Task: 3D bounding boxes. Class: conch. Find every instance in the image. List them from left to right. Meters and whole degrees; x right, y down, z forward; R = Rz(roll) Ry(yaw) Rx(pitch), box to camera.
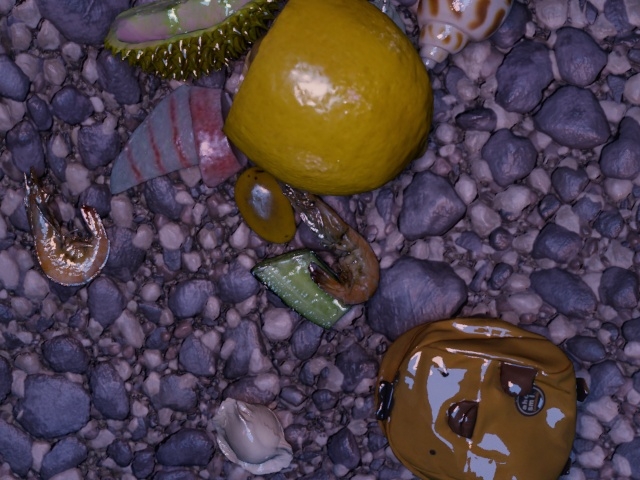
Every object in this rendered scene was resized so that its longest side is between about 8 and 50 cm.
[{"bbox_3d":[0.246,-0.423,1.363,0.182,0.149,0.275,24,62,29],"label":"conch"}]

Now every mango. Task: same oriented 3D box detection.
[{"bbox_3d":[-0.101,-0.065,1.472,0.103,0.076,0.161,-27,102,-1],"label":"mango"}]

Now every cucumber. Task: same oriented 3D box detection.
[{"bbox_3d":[-0.026,0.078,1.479,0.193,0.086,0.115,43,98,-8],"label":"cucumber"}]

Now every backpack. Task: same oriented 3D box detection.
[{"bbox_3d":[0.285,0.316,1.426,0.378,0.201,0.354,6,92,0],"label":"backpack"}]

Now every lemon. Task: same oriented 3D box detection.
[{"bbox_3d":[0.032,-0.233,1.312,0.364,0.364,0.364,0,96,3],"label":"lemon"}]

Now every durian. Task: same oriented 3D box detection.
[{"bbox_3d":[-0.236,-0.390,1.411,0.351,0.158,0.169,-14,83,8],"label":"durian"}]

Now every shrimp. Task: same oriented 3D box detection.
[{"bbox_3d":[-0.502,-0.032,1.514,0.143,0.052,0.251,-20,102,-5],"label":"shrimp"},{"bbox_3d":[0.000,0.000,1.419,0.296,0.169,0.058,44,132,-14],"label":"shrimp"}]

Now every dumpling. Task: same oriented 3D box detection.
[{"bbox_3d":[-0.140,0.382,1.510,0.127,0.108,0.188,-30,109,31],"label":"dumpling"}]

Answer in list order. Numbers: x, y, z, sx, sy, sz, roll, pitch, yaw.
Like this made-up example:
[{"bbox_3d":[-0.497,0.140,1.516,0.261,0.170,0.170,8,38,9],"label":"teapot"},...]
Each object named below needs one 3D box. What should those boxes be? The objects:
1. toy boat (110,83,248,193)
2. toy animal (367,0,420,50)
[{"bbox_3d":[-0.290,-0.177,1.478,0.282,0.096,0.206,-18,88,17],"label":"toy boat"},{"bbox_3d":[0.083,-0.410,1.429,0.216,0.073,0.176,1,111,7],"label":"toy animal"}]
